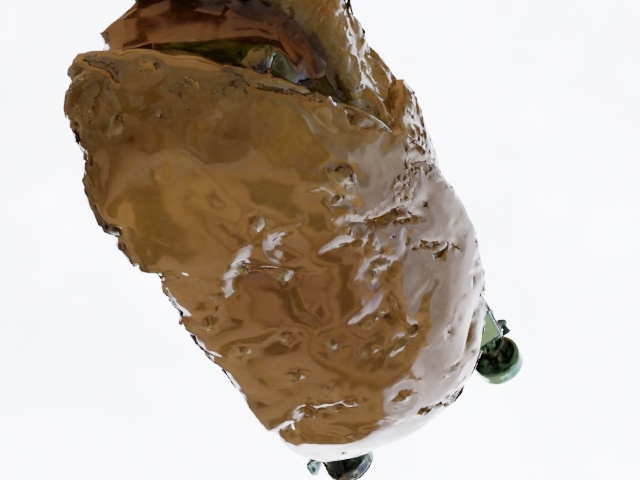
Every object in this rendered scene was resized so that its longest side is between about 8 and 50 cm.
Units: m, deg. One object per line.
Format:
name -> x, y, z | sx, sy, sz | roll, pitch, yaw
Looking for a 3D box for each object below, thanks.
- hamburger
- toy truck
hamburger -> 0.000, 0.000, 0.543 | 0.130, 0.262, 0.124 | -3, -130, 24
toy truck -> 0.040, 0.074, 0.759 | 0.154, 0.080, 0.078 | -34, -145, -1
